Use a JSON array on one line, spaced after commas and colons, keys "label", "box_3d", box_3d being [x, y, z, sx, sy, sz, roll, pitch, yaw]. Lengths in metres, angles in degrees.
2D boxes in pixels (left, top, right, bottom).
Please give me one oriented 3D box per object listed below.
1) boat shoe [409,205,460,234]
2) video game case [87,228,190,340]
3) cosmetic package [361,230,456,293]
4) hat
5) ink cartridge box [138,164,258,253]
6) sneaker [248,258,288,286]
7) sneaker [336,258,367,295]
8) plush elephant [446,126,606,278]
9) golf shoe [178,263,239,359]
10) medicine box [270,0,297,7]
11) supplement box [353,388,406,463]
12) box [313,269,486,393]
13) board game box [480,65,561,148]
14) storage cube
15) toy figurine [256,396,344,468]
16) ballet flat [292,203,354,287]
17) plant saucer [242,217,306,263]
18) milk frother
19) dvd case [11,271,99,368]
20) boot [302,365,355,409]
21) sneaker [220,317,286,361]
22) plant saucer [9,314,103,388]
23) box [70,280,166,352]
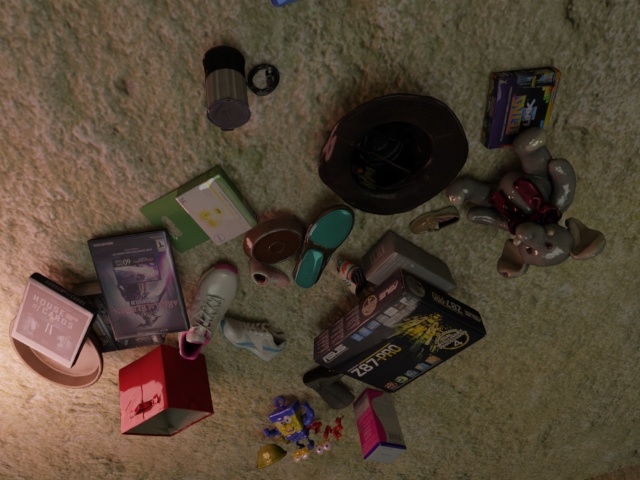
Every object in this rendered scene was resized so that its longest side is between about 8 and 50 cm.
[{"label": "boat shoe", "box_3d": [0.306, -0.048, 1.197, 0.135, 0.045, 0.050, -25, 126, 9]}, {"label": "video game case", "box_3d": [-0.456, 0.115, 1.138, 0.196, 0.026, 0.274, -8, 105, 1]}, {"label": "cosmetic package", "box_3d": [0.247, 0.088, 1.254, 0.238, 0.107, 0.127, 28, 121, -23]}, {"label": "hat", "box_3d": [0.158, -0.210, 0.998, 0.332, 0.133, 0.331, 5, 140, 4]}, {"label": "ink cartridge box", "box_3d": [-0.296, -0.056, 1.091, 0.235, 0.056, 0.171, -27, 127, 9]}, {"label": "sneaker", "box_3d": [-0.141, 0.106, 1.226, 0.051, 0.070, 0.134, -42, 123, 18]}, {"label": "sneaker", "box_3d": [0.085, 0.099, 1.271, 0.057, 0.075, 0.161, -46, 153, -11]}, {"label": "plush elephant", "box_3d": [0.507, -0.048, 1.081, 0.330, 0.255, 0.272, 27, 135, -34]}, {"label": "golf shoe", "box_3d": [-0.306, 0.201, 1.228, 0.115, 0.140, 0.306, 21, 119, -21]}, {"label": "medicine box", "box_3d": [0.013, -0.559, 0.704, 0.289, 0.149, 0.263, -17, 127, 5]}, {"label": "supplement box", "box_3d": [0.206, 0.659, 1.601, 0.111, 0.220, 0.114, 19, 123, -21]}, {"label": "box", "box_3d": [0.218, 0.280, 1.299, 0.318, 0.097, 0.395, 30, 126, -23]}, {"label": "board game box", "box_3d": [0.456, -0.302, 1.030, 0.141, 0.048, 0.170, -9, 127, -4]}, {"label": "storage cube", "box_3d": [-0.455, 0.445, 1.321, 0.184, 0.193, 0.215, -32, 144, 15]}, {"label": "toy figurine", "box_3d": [-0.117, 0.660, 1.636, 0.363, 0.191, 0.217, -28, 96, 21]}, {"label": "ballet flat", "box_3d": [0.000, 0.000, 1.152, 0.095, 0.096, 0.280, 26, 123, -10]}, {"label": "plant saucer", "box_3d": [-0.114, 0.009, 1.153, 0.169, 0.029, 0.168, -15, 142, -12]}, {"label": "milk frother", "box_3d": [-0.150, -0.292, 0.884, 0.143, 0.134, 0.129, -10, 158, 2]}, {"label": "dvd case", "box_3d": [-0.685, 0.211, 1.152, 0.179, 0.029, 0.238, 33, 120, -6]}, {"label": "boot", "box_3d": [0.061, 0.508, 1.556, 0.190, 0.076, 0.208, -24, 121, 27]}, {"label": "sneaker", "box_3d": [-0.201, 0.280, 1.344, 0.092, 0.087, 0.229, -42, 129, 13]}, {"label": "plant saucer", "box_3d": [-0.726, 0.298, 1.246, 0.278, 0.041, 0.277, 5, 119, 9]}, {"label": "box", "box_3d": [-0.552, 0.207, 1.243, 0.183, 0.056, 0.231, -8, 127, -1]}]
